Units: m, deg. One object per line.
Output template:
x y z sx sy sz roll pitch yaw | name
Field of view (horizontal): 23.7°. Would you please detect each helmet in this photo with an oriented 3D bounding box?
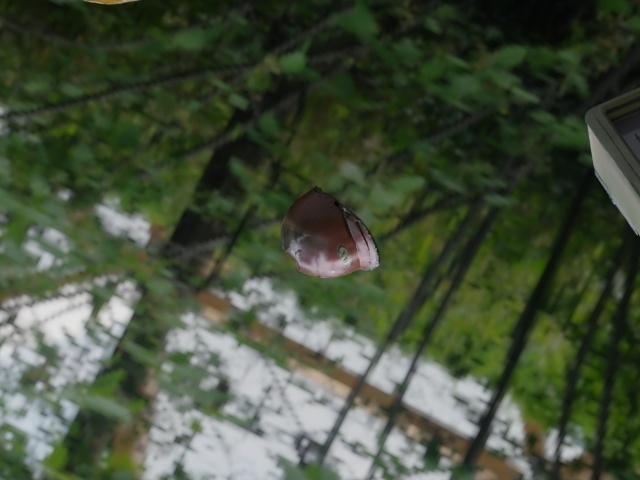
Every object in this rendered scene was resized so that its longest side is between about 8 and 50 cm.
0.000 0.001 1.090 0.084 0.049 0.065 35 149 53 | helmet

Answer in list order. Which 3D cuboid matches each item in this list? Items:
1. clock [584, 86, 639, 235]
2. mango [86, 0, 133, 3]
0.329 -0.075 1.228 0.147 0.192 0.071 -113 1 -45 | clock
-0.130 -0.218 0.737 0.219 0.112 0.145 59 -166 4 | mango
